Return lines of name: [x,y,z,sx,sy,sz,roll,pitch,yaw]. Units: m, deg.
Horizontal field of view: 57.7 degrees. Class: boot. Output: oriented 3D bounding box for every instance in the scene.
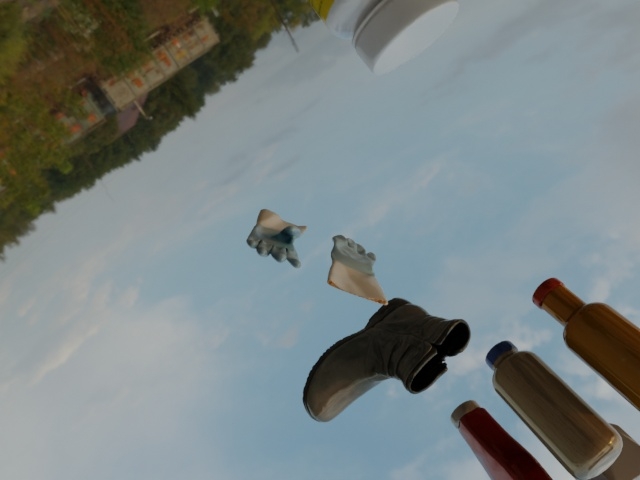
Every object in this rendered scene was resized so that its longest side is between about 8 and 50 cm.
boot: [0.091,0.183,0.842,0.246,0.083,0.161,-44,-158,-12]

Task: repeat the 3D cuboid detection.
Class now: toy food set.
toy food set: [0.168,0.147,0.432,0.111,0.232,0.104,-24,-137,-15]

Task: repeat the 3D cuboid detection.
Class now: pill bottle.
pill bottle: [0.030,-0.270,0.548,0.119,0.208,0.119,-34,175,-3]

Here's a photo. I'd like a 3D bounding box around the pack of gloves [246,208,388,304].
pack of gloves: [0.000,0.000,0.827,0.232,0.195,0.046,-89,-161,-74]
